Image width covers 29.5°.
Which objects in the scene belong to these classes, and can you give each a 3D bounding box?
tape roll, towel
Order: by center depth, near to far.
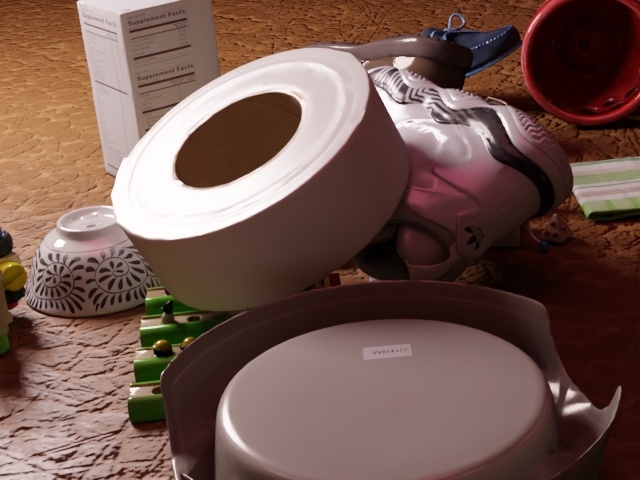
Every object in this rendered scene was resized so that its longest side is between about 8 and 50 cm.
[{"bbox_3d":[-0.061,-0.065,1.192,0.286,0.100,0.286,-20,36,16],"label":"tape roll"},{"bbox_3d":[0.356,-0.060,1.446,0.113,0.023,0.152,-6,25,3],"label":"towel"}]

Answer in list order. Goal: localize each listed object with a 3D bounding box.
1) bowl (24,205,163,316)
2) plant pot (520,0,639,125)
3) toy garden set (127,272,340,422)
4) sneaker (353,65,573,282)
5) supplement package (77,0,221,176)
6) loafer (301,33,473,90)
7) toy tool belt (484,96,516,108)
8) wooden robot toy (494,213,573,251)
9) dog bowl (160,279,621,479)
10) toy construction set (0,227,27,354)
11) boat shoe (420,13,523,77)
[{"bbox_3d":[-0.245,0.011,1.331,0.170,0.080,0.170,-4,23,2],"label":"bowl"},{"bbox_3d":[0.382,-0.270,1.724,0.191,0.191,0.174,-1,15,11],"label":"plant pot"},{"bbox_3d":[-0.076,0.081,1.170,0.204,0.049,0.244,-6,23,-1],"label":"toy garden set"},{"bbox_3d":[0.075,-0.064,1.286,0.210,0.137,0.366,-40,34,-18],"label":"sneaker"},{"bbox_3d":[-0.219,-0.206,1.622,0.134,0.244,0.139,-20,28,-30],"label":"supplement package"},{"bbox_3d":[0.063,-0.207,1.706,0.134,0.130,0.366,12,-4,-29],"label":"loafer"},{"bbox_3d":[0.228,-0.173,1.693,0.083,0.052,0.051,12,20,36],"label":"toy tool belt"},{"bbox_3d":[0.193,-0.037,1.347,0.173,0.079,0.076,1,24,13],"label":"wooden robot toy"},{"bbox_3d":[0.049,0.148,0.921,0.349,0.102,0.348,-4,23,2],"label":"dog bowl"},{"bbox_3d":[-0.430,0.038,1.249,0.215,0.151,0.328,-23,40,-35],"label":"toy construction set"},{"bbox_3d":[0.167,-0.271,1.790,0.258,0.089,0.109,-18,13,28],"label":"boat shoe"}]
